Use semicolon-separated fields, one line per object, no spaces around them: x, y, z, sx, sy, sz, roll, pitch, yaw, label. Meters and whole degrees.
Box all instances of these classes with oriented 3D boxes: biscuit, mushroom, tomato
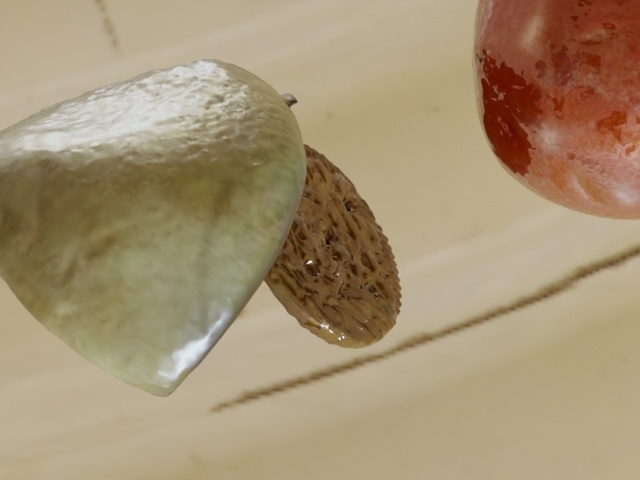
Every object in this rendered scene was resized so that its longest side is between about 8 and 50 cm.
0.001;-0.001;1.568;0.027;0.187;0.188;-32;-120;31;biscuit
-0.141;-0.053;1.444;0.217;0.212;0.292;-57;-167;7;mushroom
0.201;-0.124;1.375;0.232;0.188;0.232;175;-90;-85;tomato
